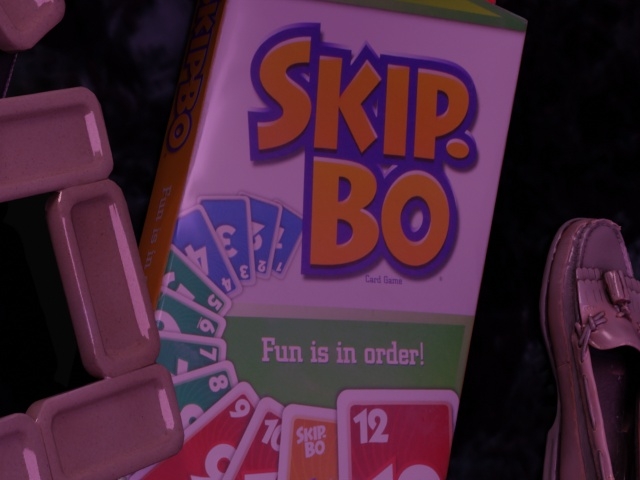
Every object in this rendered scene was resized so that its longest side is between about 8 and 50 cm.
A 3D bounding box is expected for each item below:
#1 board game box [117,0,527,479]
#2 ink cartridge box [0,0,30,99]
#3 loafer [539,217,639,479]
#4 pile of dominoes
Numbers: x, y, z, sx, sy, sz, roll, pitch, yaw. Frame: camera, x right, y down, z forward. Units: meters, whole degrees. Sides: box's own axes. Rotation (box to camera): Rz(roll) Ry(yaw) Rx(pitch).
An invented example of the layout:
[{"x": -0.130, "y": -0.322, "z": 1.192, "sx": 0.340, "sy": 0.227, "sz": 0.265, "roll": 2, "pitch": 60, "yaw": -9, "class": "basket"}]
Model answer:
[{"x": 0.000, "y": 0.000, "z": 0.597, "sx": 0.124, "sy": 0.039, "sz": 0.259, "roll": 20, "pitch": 69, "yaw": -28, "class": "board game box"}, {"x": -0.157, "y": 0.010, "z": 0.479, "sx": 0.097, "sy": 0.046, "sz": 0.207, "roll": 27, "pitch": 68, "yaw": -40, "class": "ink cartridge box"}, {"x": 0.110, "y": 0.051, "z": 0.649, "sx": 0.045, "sy": 0.039, "sz": 0.125, "roll": 9, "pitch": 77, "yaw": -29, "class": "loafer"}, {"x": -0.150, "y": -0.005, "z": 0.441, "sx": 0.251, "sy": 0.040, "sz": 0.196, "roll": -16, "pitch": 93, "yaw": -53, "class": "pile of dominoes"}]
